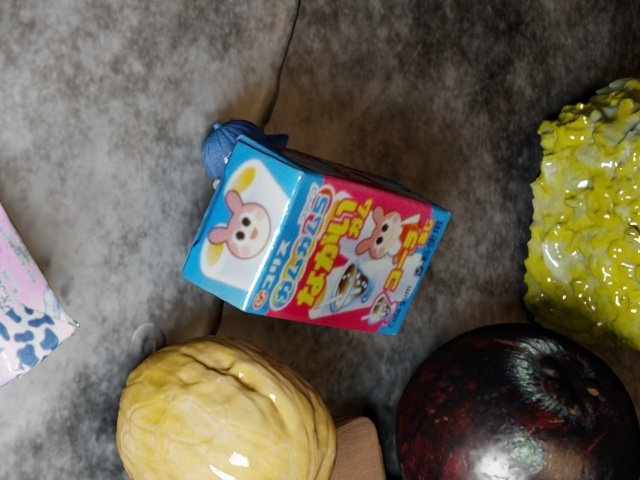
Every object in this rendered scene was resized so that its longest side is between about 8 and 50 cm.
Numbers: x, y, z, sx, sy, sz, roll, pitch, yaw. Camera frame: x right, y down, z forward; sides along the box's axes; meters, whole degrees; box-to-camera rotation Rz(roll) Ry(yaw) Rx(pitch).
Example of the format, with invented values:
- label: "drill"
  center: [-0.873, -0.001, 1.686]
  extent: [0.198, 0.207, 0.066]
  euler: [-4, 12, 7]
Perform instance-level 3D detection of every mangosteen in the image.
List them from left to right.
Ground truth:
- label: "mangosteen"
  center: [0.215, 0.245, 2.135]
  extent: [0.300, 0.300, 0.300]
  euler: [0, 90, -46]

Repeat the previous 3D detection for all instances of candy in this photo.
- label: "candy"
  center: [-0.299, 0.047, 1.695]
  extent: [0.092, 0.073, 0.160]
  euler: [-32, 92, -45]
- label: "candy"
  center: [0.001, 0.001, 1.951]
  extent: [0.306, 0.100, 0.157]
  euler: [14, 102, -56]

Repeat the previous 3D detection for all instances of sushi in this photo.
- label: "sushi"
  center: [0.458, -0.035, 2.397]
  extent: [0.396, 0.240, 0.351]
  euler: [0, 91, -43]

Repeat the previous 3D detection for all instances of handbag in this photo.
- label: "handbag"
  center: [0.006, 0.294, 2.046]
  extent: [0.151, 0.072, 0.193]
  euler: [-13, 101, -45]

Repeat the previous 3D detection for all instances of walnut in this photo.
- label: "walnut"
  center: [-0.092, 0.193, 1.838]
  extent: [0.195, 0.221, 0.195]
  euler: [-37, 143, -36]

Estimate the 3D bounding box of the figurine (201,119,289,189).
- label: "figurine"
  center: [-0.073, -0.057, 1.966]
  extent: [0.086, 0.087, 0.149]
  euler: [-34, 130, -35]
